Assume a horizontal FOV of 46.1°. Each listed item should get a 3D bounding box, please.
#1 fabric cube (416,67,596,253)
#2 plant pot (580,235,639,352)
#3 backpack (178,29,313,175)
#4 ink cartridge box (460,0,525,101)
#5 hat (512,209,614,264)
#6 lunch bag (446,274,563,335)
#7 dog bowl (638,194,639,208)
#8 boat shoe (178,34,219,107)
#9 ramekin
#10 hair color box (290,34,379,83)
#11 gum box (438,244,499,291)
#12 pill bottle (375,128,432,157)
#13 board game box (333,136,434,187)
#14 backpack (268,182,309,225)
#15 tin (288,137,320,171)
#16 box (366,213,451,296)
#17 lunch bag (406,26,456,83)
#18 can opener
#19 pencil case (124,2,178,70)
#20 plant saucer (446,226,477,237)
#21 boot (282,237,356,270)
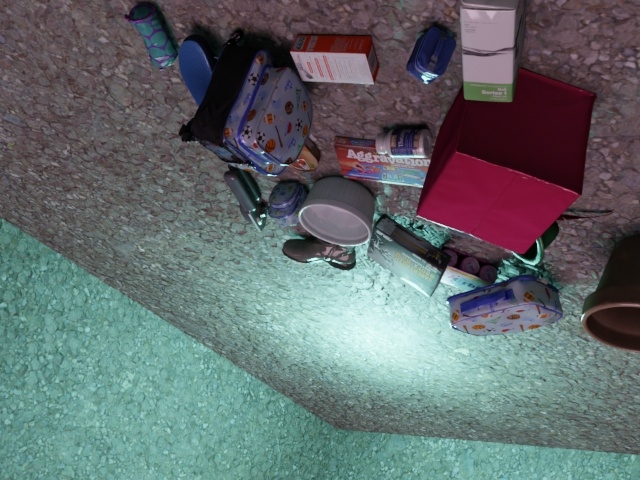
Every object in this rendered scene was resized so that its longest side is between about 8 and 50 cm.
[{"bbox_3d":[0.373,-0.169,1.526,0.258,0.254,0.258,20,152,-1],"label":"fabric cube"},{"bbox_3d":[0.782,0.118,1.826,0.262,0.229,0.263,15,154,8],"label":"plant pot"},{"bbox_3d":[-0.136,-0.273,1.664,0.213,0.277,0.263,23,172,24],"label":"backpack"},{"bbox_3d":[0.300,-0.371,1.292,0.092,0.160,0.219,9,152,17],"label":"ink cartridge box"},{"bbox_3d":[0.572,-0.049,1.877,0.208,0.183,0.173,52,163,33],"label":"hat"},{"bbox_3d":[0.528,0.187,2.156,0.303,0.115,0.243,-24,148,38],"label":"lunch bag"},{"bbox_3d":[0.870,-0.038,1.621,0.348,0.102,0.349,14,154,7],"label":"dog bowl"},{"bbox_3d":[-0.255,-0.368,1.727,0.108,0.089,0.258,17,145,21],"label":"boat shoe"},{"bbox_3d":[0.052,-0.083,2.050,0.207,0.109,0.207,15,153,8],"label":"ramekin"},{"bbox_3d":[0.031,-0.379,1.570,0.167,0.054,0.093,6,152,20],"label":"hair color box"},{"bbox_3d":[0.415,0.090,2.192,0.188,0.062,0.107,21,154,-5],"label":"gum box"},{"bbox_3d":[0.192,-0.225,1.739,0.120,0.067,0.067,3,149,27],"label":"pill bottle"},{"bbox_3d":[0.180,-0.190,1.859,0.281,0.027,0.145,9,150,20],"label":"board game box"},{"bbox_3d":[-0.095,-0.103,2.099,0.104,0.114,0.084,0,148,34],"label":"backpack"},{"bbox_3d":[-0.073,-0.243,1.911,0.106,0.040,0.190,2,149,38],"label":"tin"},{"bbox_3d":[0.247,0.045,2.143,0.231,0.056,0.183,34,154,13],"label":"box"},{"bbox_3d":[0.217,-0.359,1.444,0.067,0.099,0.065,24,171,-15],"label":"lunch bag"},{"bbox_3d":[-0.226,-0.125,2.186,0.095,0.076,0.283,5,149,23],"label":"can opener"},{"bbox_3d":[-0.373,-0.453,1.673,0.070,0.065,0.152,-12,147,5],"label":"pencil case"},{"bbox_3d":[0.387,-0.048,1.997,0.119,0.021,0.119,15,154,8],"label":"plant saucer"},{"bbox_3d":[0.000,0.000,2.299,0.246,0.084,0.161,11,142,11],"label":"boot"}]
